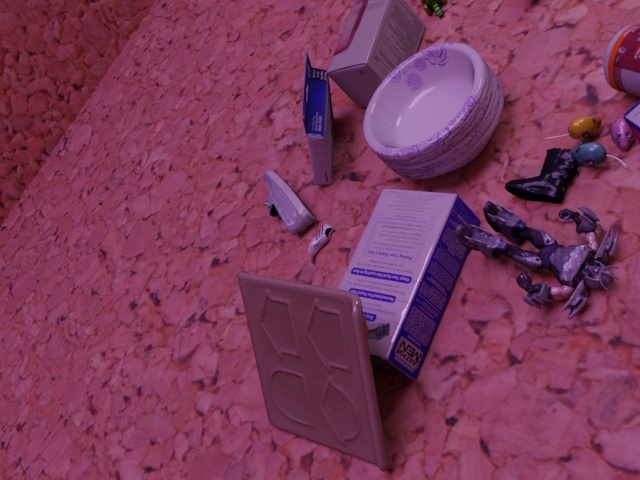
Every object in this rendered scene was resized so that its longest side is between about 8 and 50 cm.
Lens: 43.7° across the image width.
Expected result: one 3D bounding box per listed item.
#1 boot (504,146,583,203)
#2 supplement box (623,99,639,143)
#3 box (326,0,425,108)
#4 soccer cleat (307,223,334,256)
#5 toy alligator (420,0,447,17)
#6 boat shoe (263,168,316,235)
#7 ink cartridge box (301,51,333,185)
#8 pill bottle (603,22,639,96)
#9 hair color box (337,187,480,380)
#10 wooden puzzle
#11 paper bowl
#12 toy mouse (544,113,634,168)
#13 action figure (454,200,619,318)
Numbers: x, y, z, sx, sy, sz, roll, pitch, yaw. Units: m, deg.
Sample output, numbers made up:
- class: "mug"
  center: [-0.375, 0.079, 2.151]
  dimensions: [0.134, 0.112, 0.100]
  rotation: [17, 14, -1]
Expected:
- class: "boot"
  center: [0.408, -0.122, 1.458]
  dimensions: [0.121, 0.045, 0.099]
  rotation: [14, 73, 41]
- class: "supplement box"
  center: [0.561, -0.134, 1.183]
  dimensions: [0.111, 0.220, 0.114]
  rotation: [-43, 41, 10]
- class: "box"
  center: [0.134, -0.453, 1.893]
  dimensions: [0.126, 0.148, 0.233]
  rotation: [-2, 59, 43]
- class: "soccer cleat"
  center: [0.000, 0.000, 1.765]
  dimensions: [0.035, 0.029, 0.083]
  rotation: [13, 66, 52]
- class: "toy alligator"
  center: [0.266, -0.615, 1.968]
  dimensions: [0.056, 0.051, 0.190]
  rotation: [-31, 43, 22]
- class: "boat shoe"
  center: [-0.094, -0.090, 1.883]
  dimensions: [0.081, 0.079, 0.227]
  rotation: [-43, 43, 3]
- class: "ink cartridge box"
  center: [-0.002, -0.281, 1.841]
  dimensions: [0.045, 0.224, 0.223]
  rotation: [-3, 54, 7]
- class: "pill bottle"
  center: [0.599, -0.287, 1.342]
  dimensions: [0.121, 0.121, 0.221]
  rotation: [-52, 39, -2]
- class: "hair color box"
  center: [0.147, 0.074, 1.506]
  dimensions: [0.185, 0.110, 0.339]
  rotation: [9, 66, 45]
- class: "wooden puzzle"
  center: [-0.005, 0.218, 1.446]
  dimensions: [0.080, 0.322, 0.347]
  rotation: [-22, 20, -36]
- class: "paper bowl"
  center: [0.240, -0.251, 1.636]
  dimensions: [0.284, 0.148, 0.284]
  rotation: [-25, 46, 29]
- class: "toy mouse"
  center: [0.496, -0.178, 1.400]
  dimensions: [0.160, 0.031, 0.143]
  rotation: [-23, 46, 4]
- class: "action figure"
  center: [0.372, 0.021, 1.343]
  dimensions: [0.185, 0.099, 0.285]
  rotation: [-50, 42, -13]
